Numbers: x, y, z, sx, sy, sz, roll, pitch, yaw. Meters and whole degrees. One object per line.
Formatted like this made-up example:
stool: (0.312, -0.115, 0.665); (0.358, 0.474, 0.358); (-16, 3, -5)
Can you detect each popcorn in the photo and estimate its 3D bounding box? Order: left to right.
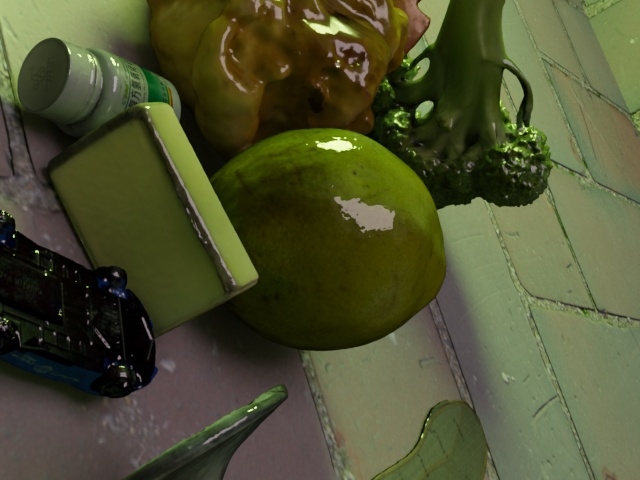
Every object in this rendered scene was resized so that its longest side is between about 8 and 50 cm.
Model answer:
popcorn: (-0.028, -0.227, 1.159); (0.297, 0.281, 0.316); (8, 44, -38)

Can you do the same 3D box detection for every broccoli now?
broccoli: (0.174, -0.186, 1.474); (0.186, 0.254, 0.302); (-16, 99, -53)

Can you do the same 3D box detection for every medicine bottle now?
medicine bottle: (-0.190, -0.123, 0.962); (0.130, 0.080, 0.080); (21, 48, -53)

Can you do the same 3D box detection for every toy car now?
toy car: (-0.200, 0.055, 0.803); (0.216, 0.063, 0.103); (34, 38, -51)

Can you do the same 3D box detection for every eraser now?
eraser: (-0.138, -0.014, 0.913); (0.172, 0.117, 0.058); (63, 27, 2)

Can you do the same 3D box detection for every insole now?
insole: (0.127, 0.258, 1.234); (0.348, 0.009, 0.119); (-18, 82, -63)

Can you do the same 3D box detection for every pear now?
pear: (0.000, 0.000, 1.038); (0.269, 0.212, 0.212); (11, 54, -37)

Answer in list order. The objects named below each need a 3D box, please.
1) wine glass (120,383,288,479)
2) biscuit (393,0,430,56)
wine glass: (-0.006, 0.314, 0.708); (0.406, 0.267, 0.267); (60, 27, 4)
biscuit: (-0.003, -0.333, 1.355); (0.306, 0.284, 0.043); (37, -7, 4)
